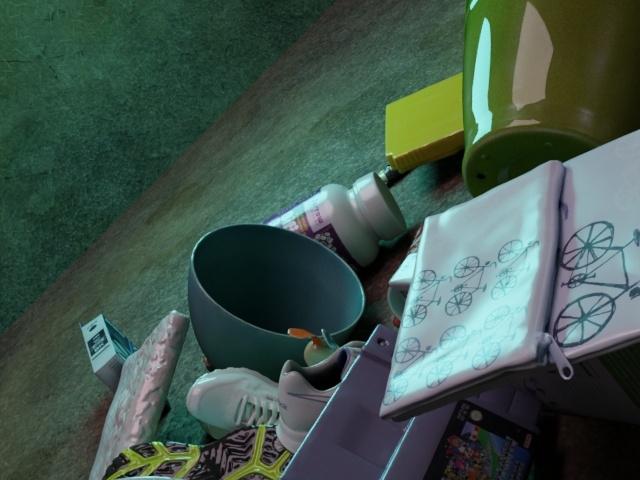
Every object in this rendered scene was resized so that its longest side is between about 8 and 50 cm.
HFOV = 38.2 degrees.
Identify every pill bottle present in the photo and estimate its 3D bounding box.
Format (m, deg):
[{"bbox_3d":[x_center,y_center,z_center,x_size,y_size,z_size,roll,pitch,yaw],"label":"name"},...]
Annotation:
[{"bbox_3d":[-0.179,0.295,1.585,0.065,0.065,0.116,-42,22,-4],"label":"pill bottle"},{"bbox_3d":[0.000,0.000,1.705,0.301,0.169,0.169,-30,24,13],"label":"pill bottle"}]

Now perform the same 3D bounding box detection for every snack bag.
[{"bbox_3d":[0.222,0.012,0.887,0.342,0.037,0.323,-25,27,33],"label":"snack bag"}]

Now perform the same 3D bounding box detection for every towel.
[{"bbox_3d":[-0.321,0.309,1.555,0.317,0.053,0.332,-41,31,60],"label":"towel"}]

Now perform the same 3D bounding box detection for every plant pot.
[{"bbox_3d":[-0.093,0.135,1.535,0.290,0.290,0.195,-80,9,-58],"label":"plant pot"},{"bbox_3d":[0.358,-0.214,1.361,0.366,0.366,0.353,-17,42,45],"label":"plant pot"}]

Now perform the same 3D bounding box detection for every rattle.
[{"bbox_3d":[0.043,0.151,1.315,0.130,0.200,0.143,0,42,53],"label":"rattle"}]

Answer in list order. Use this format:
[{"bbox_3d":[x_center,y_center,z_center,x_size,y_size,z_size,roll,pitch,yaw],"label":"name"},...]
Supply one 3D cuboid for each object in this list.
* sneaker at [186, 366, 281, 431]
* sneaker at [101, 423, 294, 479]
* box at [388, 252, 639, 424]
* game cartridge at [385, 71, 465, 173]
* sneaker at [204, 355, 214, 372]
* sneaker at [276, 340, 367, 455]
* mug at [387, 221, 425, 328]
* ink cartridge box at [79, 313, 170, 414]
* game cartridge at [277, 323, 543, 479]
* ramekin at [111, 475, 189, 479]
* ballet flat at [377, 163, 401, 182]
[{"bbox_3d":[-0.074,0.243,1.308,0.095,0.235,0.090,27,101,65],"label":"sneaker"},{"bbox_3d":[-0.112,0.350,1.278,0.384,0.147,0.145,-4,49,25],"label":"sneaker"},{"bbox_3d":[0.251,0.106,1.021,0.058,0.232,0.322,-52,25,-22],"label":"box"},{"bbox_3d":[0.283,-0.258,1.829,0.323,0.053,0.285,-22,27,17],"label":"game cartridge"},{"bbox_3d":[-0.184,0.101,1.806,0.124,0.180,0.321,-24,27,35],"label":"sneaker"},{"bbox_3d":[0.085,0.188,1.185,0.297,0.129,0.111,-13,29,-10],"label":"sneaker"},{"bbox_3d":[0.163,0.050,1.439,0.150,0.113,0.169,-24,24,32],"label":"mug"},{"bbox_3d":[-0.410,0.252,1.909,0.065,0.165,0.332,-43,23,-7],"label":"ink cartridge box"},{"bbox_3d":[0.098,0.241,0.978,0.355,0.230,0.068,-50,-23,-53],"label":"game cartridge"},{"bbox_3d":[-0.193,0.414,1.137,0.273,0.273,0.127,-28,36,29],"label":"ramekin"},{"bbox_3d":[0.178,-0.181,1.930,0.173,0.049,0.057,-41,20,-2],"label":"ballet flat"}]
